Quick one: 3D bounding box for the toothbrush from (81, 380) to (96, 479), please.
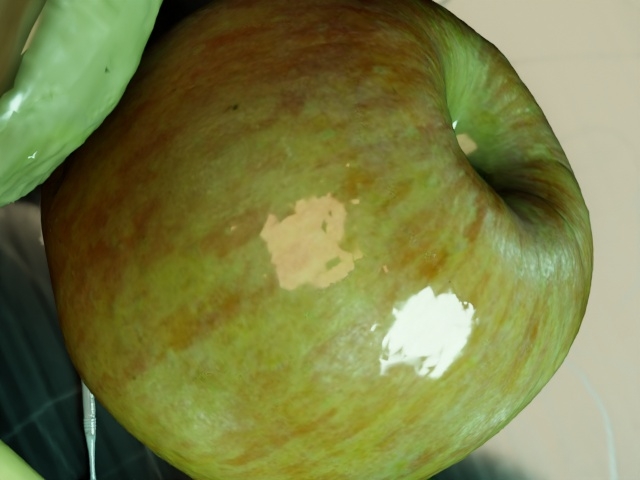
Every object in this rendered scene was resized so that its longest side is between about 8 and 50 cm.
[{"bbox_3d":[-0.112,0.085,0.697,0.006,0.008,0.097,-3,92,-7],"label":"toothbrush"}]

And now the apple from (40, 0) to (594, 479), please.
[{"bbox_3d":[0.000,0.000,0.581,0.188,0.211,0.211,-36,89,31],"label":"apple"}]

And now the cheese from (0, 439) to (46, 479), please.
[{"bbox_3d":[-0.176,0.140,0.602,0.316,0.259,0.128,46,70,-4],"label":"cheese"}]

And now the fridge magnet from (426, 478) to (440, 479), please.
[{"bbox_3d":[0.037,0.208,0.642,0.208,0.088,0.208,0,89,10],"label":"fridge magnet"}]

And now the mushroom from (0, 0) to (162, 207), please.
[{"bbox_3d":[-0.129,-0.099,0.559,0.217,0.212,0.292,18,65,27],"label":"mushroom"}]
